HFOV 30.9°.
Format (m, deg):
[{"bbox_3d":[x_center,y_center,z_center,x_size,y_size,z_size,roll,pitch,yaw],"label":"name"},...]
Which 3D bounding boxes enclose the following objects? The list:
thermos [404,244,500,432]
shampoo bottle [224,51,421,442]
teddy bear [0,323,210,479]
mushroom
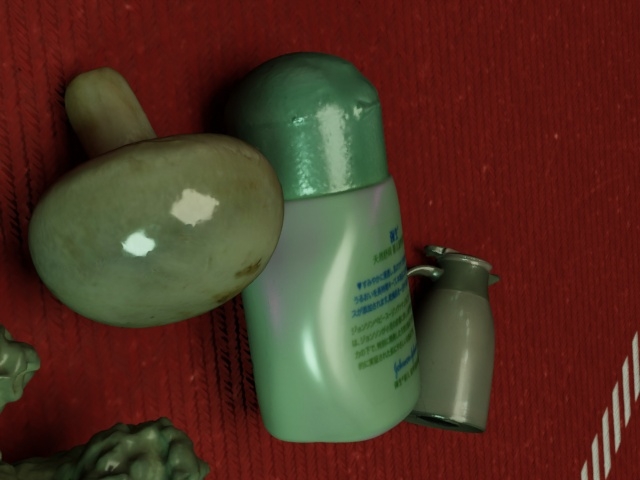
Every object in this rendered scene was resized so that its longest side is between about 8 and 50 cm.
[{"bbox_3d":[0.129,0.103,1.273,0.137,0.105,0.193,14,77,-13],"label":"thermos"},{"bbox_3d":[0.000,0.000,1.082,0.222,0.151,0.350,-33,118,-63],"label":"shampoo bottle"},{"bbox_3d":[-0.296,0.184,0.772,0.367,0.224,0.357,53,47,-27],"label":"teddy bear"},{"bbox_3d":[-0.142,-0.040,0.940,0.207,0.207,0.215,-7,65,-44],"label":"mushroom"}]
